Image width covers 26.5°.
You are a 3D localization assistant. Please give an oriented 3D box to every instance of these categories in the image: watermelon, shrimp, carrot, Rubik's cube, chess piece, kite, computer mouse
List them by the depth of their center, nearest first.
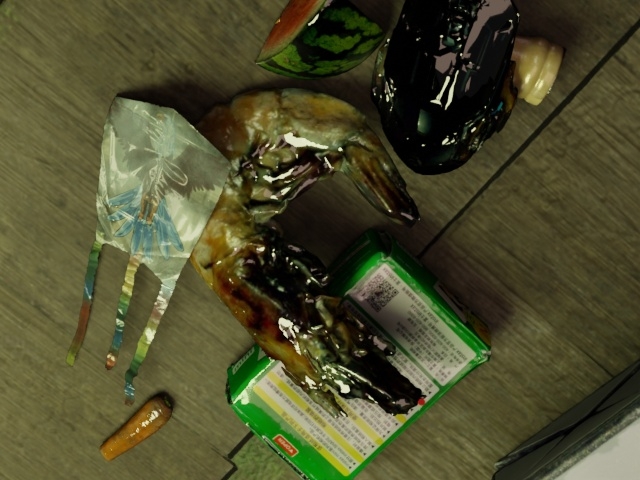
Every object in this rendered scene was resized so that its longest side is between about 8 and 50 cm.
[{"bbox_3d":[0.120,-0.155,1.317,0.146,0.078,0.242,16,126,5],"label":"computer mouse"},{"bbox_3d":[0.000,0.000,1.324,0.233,0.071,0.365,-44,72,4],"label":"shrimp"},{"bbox_3d":[-0.012,-0.212,1.340,0.135,0.125,0.094,-21,76,20],"label":"watermelon"},{"bbox_3d":[0.177,-0.190,1.360,0.122,0.066,0.066,25,102,-5],"label":"chess piece"},{"bbox_3d":[0.339,0.281,1.374,0.255,0.259,0.260,-39,88,6],"label":"Rubik's cube"},{"bbox_3d":[-0.193,0.007,1.378,0.169,0.015,0.310,35,114,27],"label":"kite"},{"bbox_3d":[-0.197,0.202,1.457,0.093,0.032,0.032,-40,105,10],"label":"carrot"}]

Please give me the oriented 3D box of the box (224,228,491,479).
[{"bbox_3d":[0.038,0.129,1.416,0.250,0.103,0.180,-43,104,6],"label":"box"}]
